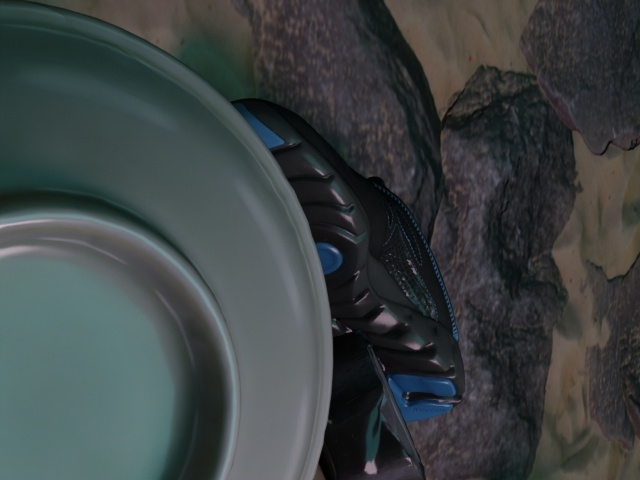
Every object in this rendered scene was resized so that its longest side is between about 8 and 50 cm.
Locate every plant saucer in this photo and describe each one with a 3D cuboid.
[{"bbox_3d":[-0.154,0.081,0.839,0.400,0.100,0.401,-4,98,-28],"label":"plant saucer"}]

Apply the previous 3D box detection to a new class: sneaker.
[{"bbox_3d":[0.000,0.000,1.242,0.341,0.125,0.140,55,25,-45],"label":"sneaker"}]

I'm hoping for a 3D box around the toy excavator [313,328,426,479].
[{"bbox_3d":[0.016,0.272,1.197,0.445,0.222,0.433,-19,84,-88],"label":"toy excavator"}]
